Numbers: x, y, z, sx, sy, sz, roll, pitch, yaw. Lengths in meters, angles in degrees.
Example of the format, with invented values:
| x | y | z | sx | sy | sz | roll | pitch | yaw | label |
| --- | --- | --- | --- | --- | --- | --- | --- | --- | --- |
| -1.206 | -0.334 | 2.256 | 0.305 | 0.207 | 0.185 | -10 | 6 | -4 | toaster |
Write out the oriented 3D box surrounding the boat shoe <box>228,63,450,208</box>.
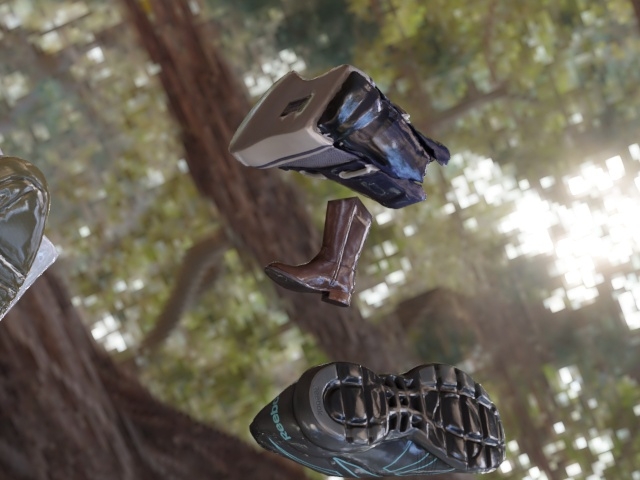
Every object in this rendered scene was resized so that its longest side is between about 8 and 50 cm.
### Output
| x | y | z | sx | sy | sz | roll | pitch | yaw | label |
| --- | --- | --- | --- | --- | --- | --- | --- | --- | --- |
| 0.016 | -0.099 | 1.922 | 0.127 | 0.158 | 0.340 | -55 | -164 | -8 | boat shoe |

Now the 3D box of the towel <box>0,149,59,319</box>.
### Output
| x | y | z | sx | sy | sz | roll | pitch | yaw | label |
| --- | --- | --- | --- | --- | --- | --- | --- | --- | --- |
| -0.307 | 0.031 | 0.986 | 0.053 | 0.317 | 0.332 | 25 | -115 | 30 | towel |

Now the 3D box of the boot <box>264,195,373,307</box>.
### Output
| x | y | z | sx | sy | sz | roll | pitch | yaw | label |
| --- | --- | --- | --- | --- | --- | --- | --- | --- | --- |
| 0.000 | 0.000 | 1.803 | 0.037 | 0.106 | 0.114 | -11 | -119 | 57 | boot |

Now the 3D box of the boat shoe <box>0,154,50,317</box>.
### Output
| x | y | z | sx | sy | sz | roll | pitch | yaw | label |
| --- | --- | --- | --- | --- | --- | --- | --- | --- | --- |
| -0.236 | 0.043 | 0.976 | 0.073 | 0.080 | 0.223 | 26 | -97 | 44 | boat shoe |

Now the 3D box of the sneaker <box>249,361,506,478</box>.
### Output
| x | y | z | sx | sy | sz | roll | pitch | yaw | label |
| --- | --- | --- | --- | --- | --- | --- | --- | --- | --- |
| 0.055 | 0.163 | 1.559 | 0.267 | 0.101 | 0.106 | 16 | 147 | -40 | sneaker |
